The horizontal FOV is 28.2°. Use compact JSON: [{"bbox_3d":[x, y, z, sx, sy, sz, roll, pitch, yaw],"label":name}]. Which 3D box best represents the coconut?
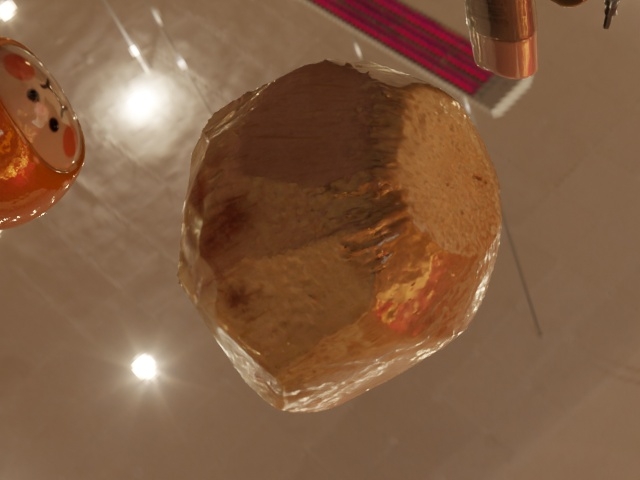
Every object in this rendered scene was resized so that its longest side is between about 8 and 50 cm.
[{"bbox_3d":[0.000,0.000,1.464,0.415,0.344,0.415,-38,-157,19],"label":"coconut"}]

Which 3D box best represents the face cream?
[{"bbox_3d":[0.213,-0.331,1.559,0.073,0.269,0.107,-26,-144,-20],"label":"face cream"}]

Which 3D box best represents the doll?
[{"bbox_3d":[-0.371,-0.094,1.339,0.213,0.213,0.236,-1,-148,19],"label":"doll"}]

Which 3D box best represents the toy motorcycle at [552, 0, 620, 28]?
[{"bbox_3d":[0.218,-0.267,1.142,0.157,0.263,0.091,32,-86,4],"label":"toy motorcycle"}]
